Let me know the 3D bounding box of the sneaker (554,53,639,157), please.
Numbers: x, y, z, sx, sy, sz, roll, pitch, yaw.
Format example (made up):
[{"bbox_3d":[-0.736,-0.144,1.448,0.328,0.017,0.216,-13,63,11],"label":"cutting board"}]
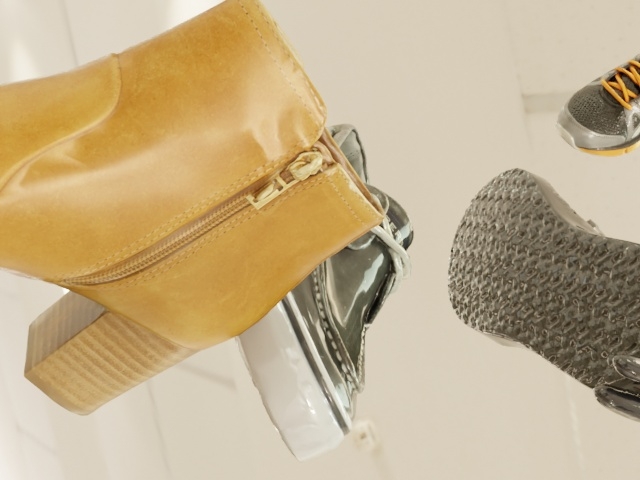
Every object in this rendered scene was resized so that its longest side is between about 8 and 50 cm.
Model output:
[{"bbox_3d":[0.323,-0.155,1.112,0.084,0.215,0.083,54,-18,27],"label":"sneaker"}]

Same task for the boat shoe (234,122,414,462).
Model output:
[{"bbox_3d":[0.000,0.000,0.734,0.335,0.119,0.121,-101,171,-57],"label":"boat shoe"}]

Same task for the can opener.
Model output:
[{"bbox_3d":[0.263,0.118,0.805,0.059,0.186,0.073,-61,-148,1],"label":"can opener"}]

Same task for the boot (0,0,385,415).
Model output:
[{"bbox_3d":[-0.118,-0.056,0.528,0.295,0.211,0.104,46,10,-34],"label":"boot"}]

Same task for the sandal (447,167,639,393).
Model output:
[{"bbox_3d":[0.237,0.051,1.082,0.167,0.107,0.446,-60,-160,8],"label":"sandal"}]
